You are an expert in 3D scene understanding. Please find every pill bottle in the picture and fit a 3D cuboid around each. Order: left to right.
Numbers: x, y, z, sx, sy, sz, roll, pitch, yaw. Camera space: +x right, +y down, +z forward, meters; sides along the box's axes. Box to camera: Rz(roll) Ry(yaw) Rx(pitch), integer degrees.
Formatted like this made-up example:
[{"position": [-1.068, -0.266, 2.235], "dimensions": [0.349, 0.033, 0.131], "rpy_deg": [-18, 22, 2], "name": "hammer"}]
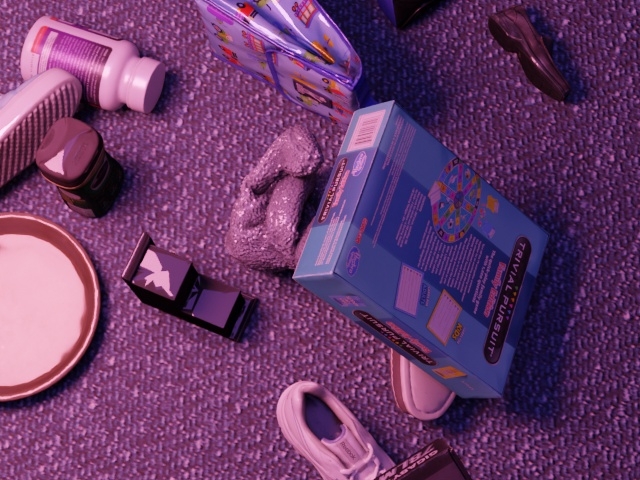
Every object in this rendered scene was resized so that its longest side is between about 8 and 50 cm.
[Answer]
[{"position": [-0.333, -0.254, 1.999], "dimensions": [0.193, 0.108, 0.108], "rpy_deg": [19, 76, 9], "name": "pill bottle"}]

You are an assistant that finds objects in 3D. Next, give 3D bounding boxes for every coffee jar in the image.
[{"position": [-0.339, -0.103, 1.917], "dimensions": [0.079, 0.184, 0.096], "rpy_deg": [25, 77, 10], "name": "coffee jar"}]

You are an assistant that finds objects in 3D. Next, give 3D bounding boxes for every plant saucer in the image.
[{"position": [-0.450, 0.096, 1.943], "dimensions": [0.278, 0.041, 0.278], "rpy_deg": [-1, 74, 2], "name": "plant saucer"}]

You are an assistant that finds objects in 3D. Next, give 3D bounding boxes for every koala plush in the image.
[{"position": [0.000, 0.000, 1.848], "dimensions": [0.203, 0.196, 0.221], "rpy_deg": [-48, 58, -2], "name": "koala plush"}]

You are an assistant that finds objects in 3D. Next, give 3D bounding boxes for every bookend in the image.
[{"position": [-0.178, 0.066, 1.875], "dimensions": [0.156, 0.157, 0.072], "rpy_deg": [22, 77, 10], "name": "bookend"}]

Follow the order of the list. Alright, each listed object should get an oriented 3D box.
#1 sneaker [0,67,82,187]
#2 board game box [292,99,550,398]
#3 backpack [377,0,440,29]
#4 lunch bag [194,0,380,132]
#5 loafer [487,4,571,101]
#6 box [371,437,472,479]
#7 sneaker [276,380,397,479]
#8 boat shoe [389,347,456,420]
[{"position": [-0.511, -0.143, 1.943], "dimensions": [0.366, 0.135, 0.150], "rpy_deg": [-41, 76, 3], "name": "sneaker"}, {"position": [0.141, 0.019, 1.768], "dimensions": [0.336, 0.079, 0.254], "rpy_deg": [37, 61, -32], "name": "board game box"}, {"position": [0.138, -0.396, 2.017], "dimensions": [0.120, 0.098, 0.101], "rpy_deg": [-32, 71, -5], "name": "backpack"}, {"position": [-0.022, -0.267, 1.926], "dimensions": [0.293, 0.221, 0.138], "rpy_deg": [40, 81, 13], "name": "lunch bag"}, {"position": [0.319, -0.280, 1.994], "dimensions": [0.061, 0.062, 0.170], "rpy_deg": [-33, 76, -11], "name": "loafer"}, {"position": [0.112, 0.454, 1.741], "dimensions": [0.295, 0.073, 0.293], "rpy_deg": [-31, 97, -5], "name": "box"}, {"position": [0.046, 0.308, 1.806], "dimensions": [0.111, 0.129, 0.297], "rpy_deg": [-42, 80, -11], "name": "sneaker"}, {"position": [0.140, 0.088, 1.882], "dimensions": [0.116, 0.097, 0.324], "rpy_deg": [14, 75, -35], "name": "boat shoe"}]
